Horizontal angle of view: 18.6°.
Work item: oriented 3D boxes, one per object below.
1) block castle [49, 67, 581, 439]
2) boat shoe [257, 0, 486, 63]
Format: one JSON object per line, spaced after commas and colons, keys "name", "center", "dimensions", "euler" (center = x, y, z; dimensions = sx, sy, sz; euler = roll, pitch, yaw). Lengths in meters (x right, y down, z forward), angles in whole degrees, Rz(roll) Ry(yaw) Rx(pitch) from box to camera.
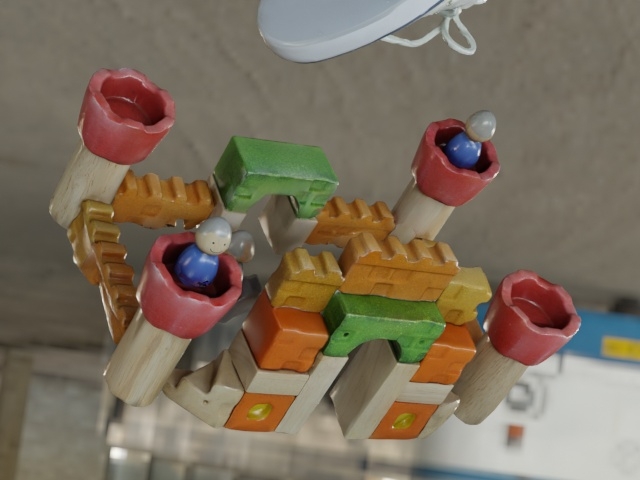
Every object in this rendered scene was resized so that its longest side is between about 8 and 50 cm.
{"name": "block castle", "center": [0.000, 0.000, 1.821], "dimensions": [0.453, 0.303, 0.213], "euler": [7, 133, -32]}
{"name": "boat shoe", "center": [0.122, -0.257, 1.834], "dimensions": [0.367, 0.136, 0.156], "euler": [-34, 144, 5]}
